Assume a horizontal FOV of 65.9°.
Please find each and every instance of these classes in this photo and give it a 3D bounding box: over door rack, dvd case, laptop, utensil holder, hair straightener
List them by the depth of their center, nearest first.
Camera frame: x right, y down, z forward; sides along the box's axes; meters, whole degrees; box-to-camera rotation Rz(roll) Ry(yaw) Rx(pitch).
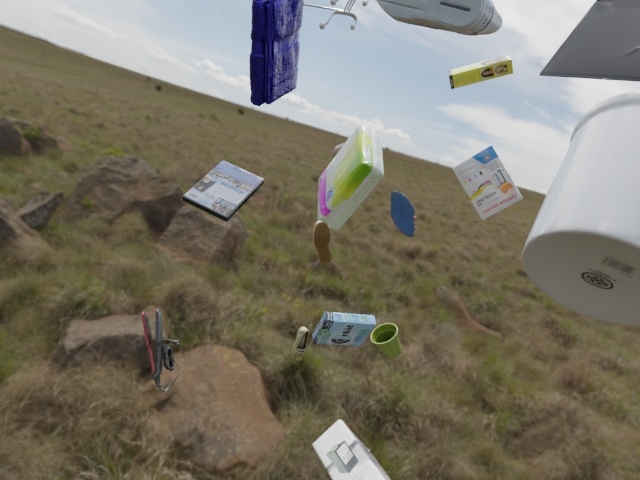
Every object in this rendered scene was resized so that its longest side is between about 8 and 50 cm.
[{"bbox_3d":[0.642,-0.062,1.039,0.327,0.386,0.328,29,-23,14],"label":"utensil holder"},{"bbox_3d":[0.881,-0.511,1.268,0.407,0.237,0.382,-1,20,-27],"label":"laptop"},{"bbox_3d":[-0.442,0.305,1.386,0.088,0.231,0.047,-12,-17,-5],"label":"hair straightener"},{"bbox_3d":[0.003,-0.786,1.527,0.323,0.108,0.239,12,-22,-15],"label":"over door rack"},{"bbox_3d":[-0.335,-0.179,1.730,0.180,0.022,0.253,26,46,10],"label":"dvd case"}]

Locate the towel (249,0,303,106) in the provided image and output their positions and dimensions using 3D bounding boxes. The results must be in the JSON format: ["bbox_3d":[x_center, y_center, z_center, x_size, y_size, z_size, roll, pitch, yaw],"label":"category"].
[{"bbox_3d":[-0.120,-0.568,1.461,0.076,0.309,0.227,26,42,20],"label":"towel"}]

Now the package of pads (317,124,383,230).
[{"bbox_3d":[0.097,-0.212,1.649,0.101,0.296,0.229,23,44,-20],"label":"package of pads"}]

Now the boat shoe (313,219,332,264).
[{"bbox_3d":[0.000,0.000,1.647,0.062,0.170,0.059,-14,36,-13],"label":"boat shoe"}]

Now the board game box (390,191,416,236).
[{"bbox_3d":[0.298,-0.098,1.726,0.033,0.169,0.133,-23,42,-19],"label":"board game box"}]

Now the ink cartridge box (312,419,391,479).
[{"bbox_3d":[0.116,0.649,1.335,0.198,0.114,0.273,54,-9,-25],"label":"ink cartridge box"}]

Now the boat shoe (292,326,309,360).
[{"bbox_3d":[-0.082,0.448,2.112,0.056,0.153,0.048,13,5,-29],"label":"boat shoe"}]

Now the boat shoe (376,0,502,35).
[{"bbox_3d":[0.172,-0.356,0.751,0.075,0.083,0.226,3,35,-45],"label":"boat shoe"}]

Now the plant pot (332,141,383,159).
[{"bbox_3d":[0.152,-0.361,2.089,0.165,0.167,0.166,-6,-6,38],"label":"plant pot"}]

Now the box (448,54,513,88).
[{"bbox_3d":[0.614,-0.649,1.902,0.232,0.058,0.087,-11,28,17],"label":"box"}]

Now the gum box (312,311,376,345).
[{"bbox_3d":[0.081,0.314,1.736,0.184,0.157,0.041,6,49,-17],"label":"gum box"}]

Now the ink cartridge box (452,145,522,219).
[{"bbox_3d":[0.646,-0.218,1.909,0.233,0.171,0.168,62,19,6],"label":"ink cartridge box"}]

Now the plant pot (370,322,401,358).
[{"bbox_3d":[0.197,0.295,1.418,0.079,0.083,0.083,61,-10,-25],"label":"plant pot"}]
